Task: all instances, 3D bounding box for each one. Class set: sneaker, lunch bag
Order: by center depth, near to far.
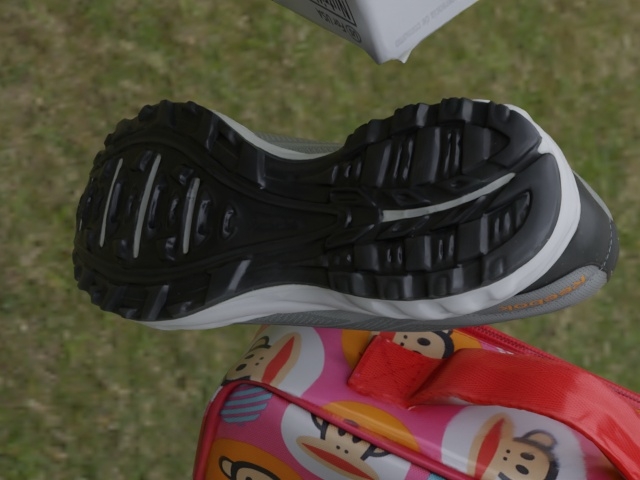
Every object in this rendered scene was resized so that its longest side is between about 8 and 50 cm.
[{"bbox_3d":[0.000,0.000,0.715,0.108,0.272,0.100,25,73,-51],"label":"sneaker"},{"bbox_3d":[0.079,0.140,0.808,0.120,0.293,0.258,-56,167,-40],"label":"lunch bag"}]

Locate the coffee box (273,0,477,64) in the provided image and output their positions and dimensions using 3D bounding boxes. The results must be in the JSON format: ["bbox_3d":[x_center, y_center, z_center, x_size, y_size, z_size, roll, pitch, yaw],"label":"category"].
[{"bbox_3d":[0.008,-0.333,0.661,0.338,0.338,0.334,-38,130,-15],"label":"coffee box"}]
